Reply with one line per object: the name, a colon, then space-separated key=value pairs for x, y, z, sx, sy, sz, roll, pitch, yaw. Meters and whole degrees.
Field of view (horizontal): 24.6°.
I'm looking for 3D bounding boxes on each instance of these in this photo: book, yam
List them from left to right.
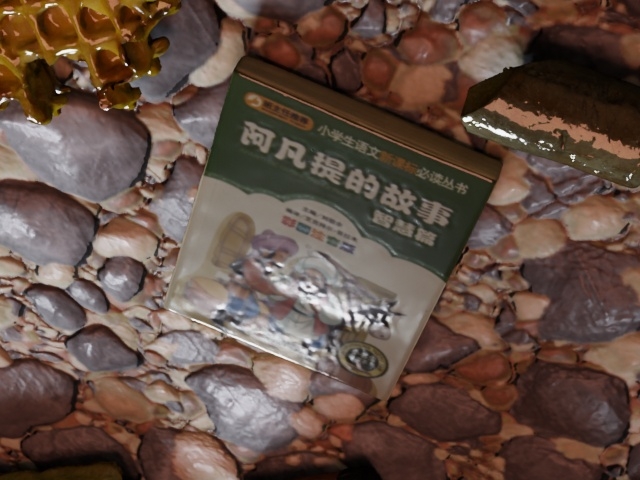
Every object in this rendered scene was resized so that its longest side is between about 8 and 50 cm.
book: x=0.000 y=0.000 z=1.111 sx=0.202 sy=0.027 sz=0.264 roll=24 pitch=134 yaw=1
yam: x=0.168 y=-0.081 z=0.949 sx=0.146 sy=0.070 sz=0.070 roll=21 pitch=134 yaw=5

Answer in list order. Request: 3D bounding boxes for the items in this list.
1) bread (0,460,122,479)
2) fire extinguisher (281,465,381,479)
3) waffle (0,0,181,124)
bread: x=-0.264 y=0.315 z=1.436 sx=0.234 sy=0.110 sz=0.184 roll=-9 pitch=125 yaw=29
fire extinguisher: x=-0.030 y=0.236 z=1.315 sx=0.177 sy=0.050 sz=0.062 roll=-14 pitch=142 yaw=30
waffle: x=-0.209 y=-0.183 z=1.019 sx=0.228 sy=0.051 sz=0.231 roll=30 pitch=133 yaw=-2
